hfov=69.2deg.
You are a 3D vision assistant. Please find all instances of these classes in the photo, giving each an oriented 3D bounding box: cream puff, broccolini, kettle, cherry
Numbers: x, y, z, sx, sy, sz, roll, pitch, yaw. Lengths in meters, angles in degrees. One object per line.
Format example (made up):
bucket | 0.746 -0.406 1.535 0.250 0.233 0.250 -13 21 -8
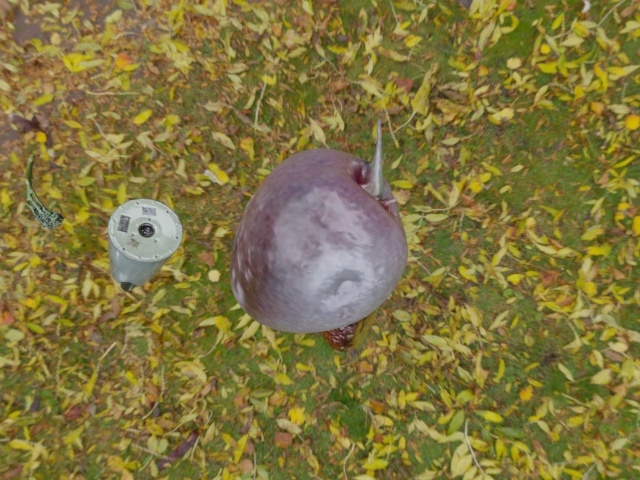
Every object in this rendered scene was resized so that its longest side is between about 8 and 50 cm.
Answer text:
cream puff | 0.043 0.097 0.728 0.084 0.149 0.149 21 90 19
broccolini | -0.590 -0.106 0.966 0.054 0.052 0.194 -32 74 19
kettle | -0.446 -0.001 1.151 0.159 0.243 0.211 13 61 -25
cherry | 0.000 0.000 0.530 0.183 0.213 0.266 36 117 -14
